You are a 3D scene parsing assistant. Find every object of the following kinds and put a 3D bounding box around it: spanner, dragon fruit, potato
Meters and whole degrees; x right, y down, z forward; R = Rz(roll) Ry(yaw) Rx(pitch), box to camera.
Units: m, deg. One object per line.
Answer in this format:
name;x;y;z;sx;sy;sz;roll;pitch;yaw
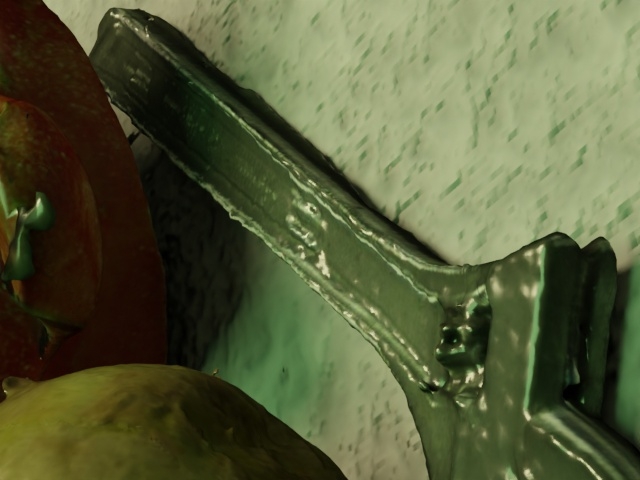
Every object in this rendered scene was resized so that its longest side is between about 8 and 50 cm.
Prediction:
spanner;0.000;0.000;0.475;0.325;0.026;0.093;43;118;52
dragon fruit;-0.166;0.018;0.569;0.268;0.130;0.295;44;116;10
potato;-0.010;0.097;0.417;0.089;0.172;0.101;-14;29;34
